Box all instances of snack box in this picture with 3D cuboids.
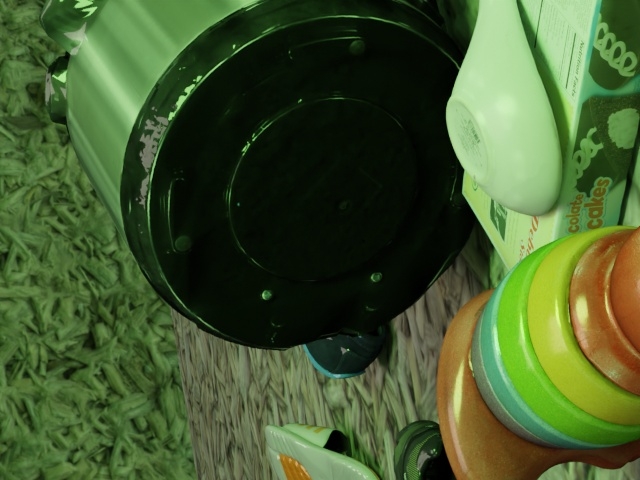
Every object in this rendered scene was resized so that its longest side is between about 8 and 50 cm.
[{"bbox_3d":[0.185,-0.113,1.228,0.187,0.060,0.322,-114,21,-48],"label":"snack box"}]

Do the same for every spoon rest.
[{"bbox_3d":[0.125,-0.149,1.202,0.276,0.084,0.137,67,165,7],"label":"spoon rest"}]

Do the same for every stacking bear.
[{"bbox_3d":[0.209,0.064,1.066,0.289,0.175,0.164,-43,62,61],"label":"stacking bear"}]

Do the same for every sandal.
[{"bbox_3d":[0.021,0.307,2.096,0.265,0.076,0.102,13,120,53],"label":"sandal"}]

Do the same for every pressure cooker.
[{"bbox_3d":[-0.071,-0.132,1.548,0.420,0.375,0.370,-130,24,-57],"label":"pressure cooker"}]

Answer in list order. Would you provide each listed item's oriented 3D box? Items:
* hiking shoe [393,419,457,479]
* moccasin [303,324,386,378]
[{"bbox_3d":[0.124,0.308,1.642,0.114,0.086,0.227,167,95,-78],"label":"hiking shoe"},{"bbox_3d":[0.000,0.000,1.926,0.342,0.138,0.117,61,141,13],"label":"moccasin"}]
